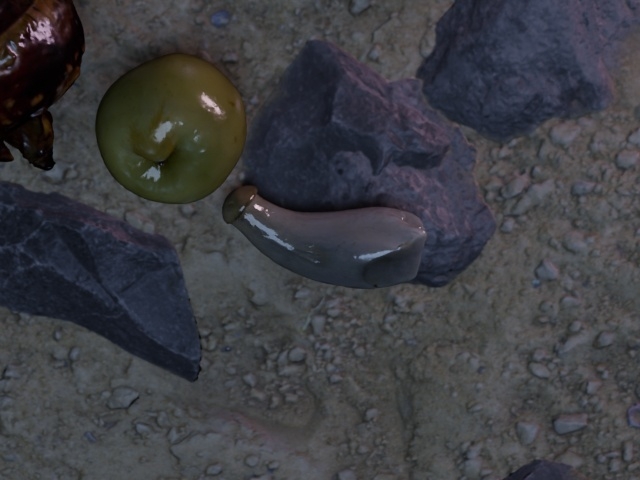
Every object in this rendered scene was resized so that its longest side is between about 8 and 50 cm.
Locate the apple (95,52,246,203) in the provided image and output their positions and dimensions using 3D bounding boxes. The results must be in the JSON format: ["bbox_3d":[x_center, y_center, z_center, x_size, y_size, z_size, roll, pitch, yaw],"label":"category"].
[{"bbox_3d":[-0.180,-0.138,1.739,0.200,0.200,0.200,-2,117,-4],"label":"apple"}]

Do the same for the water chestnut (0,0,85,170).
[{"bbox_3d":[-0.391,-0.195,1.634,0.300,0.300,0.300,-2,117,-4],"label":"water chestnut"}]

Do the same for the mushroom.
[{"bbox_3d":[0.000,0.000,1.876,0.270,0.103,0.118,8,116,-2],"label":"mushroom"}]
